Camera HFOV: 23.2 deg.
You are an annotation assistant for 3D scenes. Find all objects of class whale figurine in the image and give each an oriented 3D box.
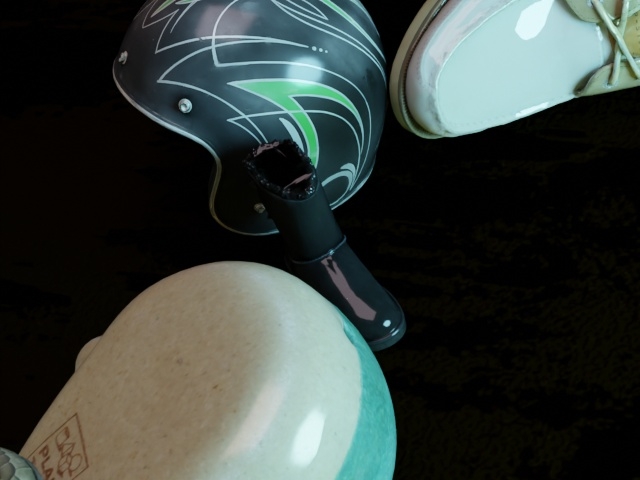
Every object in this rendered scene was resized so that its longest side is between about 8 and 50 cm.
[{"bbox_3d":[-0.079,0.137,0.798,0.272,0.141,0.216,-40,40,11],"label":"whale figurine"}]

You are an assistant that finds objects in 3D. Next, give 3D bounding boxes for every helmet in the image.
[{"bbox_3d":[-0.042,-0.104,1.003,0.169,0.161,0.169,-9,41,8],"label":"helmet"}]

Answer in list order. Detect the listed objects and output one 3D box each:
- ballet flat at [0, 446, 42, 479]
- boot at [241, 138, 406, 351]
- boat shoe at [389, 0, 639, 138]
[{"bbox_3d":[-0.231,0.149,0.792,0.250,0.058,0.084,-14,59,41],"label":"ballet flat"},{"bbox_3d":[0.001,0.000,0.921,0.045,0.099,0.121,-30,42,-13],"label":"boot"},{"bbox_3d":[0.183,-0.154,1.022,0.302,0.113,0.103,-34,38,-20],"label":"boat shoe"}]
